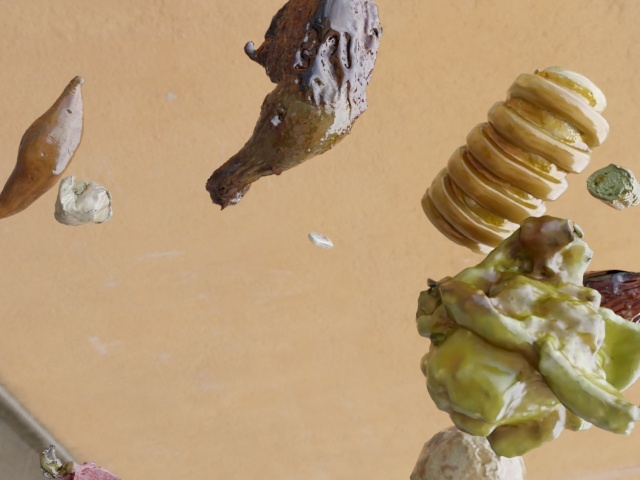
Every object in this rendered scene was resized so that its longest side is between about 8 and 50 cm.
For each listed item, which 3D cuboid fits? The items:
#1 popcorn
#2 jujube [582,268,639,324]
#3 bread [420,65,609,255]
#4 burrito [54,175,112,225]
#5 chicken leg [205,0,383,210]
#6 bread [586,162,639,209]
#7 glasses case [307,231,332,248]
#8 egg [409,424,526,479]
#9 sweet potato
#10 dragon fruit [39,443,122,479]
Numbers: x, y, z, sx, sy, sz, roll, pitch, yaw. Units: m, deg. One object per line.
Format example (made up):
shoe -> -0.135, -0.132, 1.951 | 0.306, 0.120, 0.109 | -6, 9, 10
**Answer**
popcorn -> 0.302, 0.162, 0.973 | 0.290, 0.326, 0.321 | 113, -28, -48
jujube -> 0.639, 0.130, 1.521 | 0.168, 0.237, 0.168 | 28, 50, -39
bread -> 0.290, -0.111, 1.031 | 0.311, 0.173, 0.121 | -56, -168, 32
burrito -> -0.226, -0.034, 0.659 | 0.149, 0.055, 0.041 | 170, -75, -73
chicken leg -> -0.032, -0.183, 0.823 | 0.083, 0.178, 0.322 | 27, 74, -59
bread -> 0.687, -0.119, 1.604 | 0.269, 0.098, 0.087 | 4, 62, -60
glasses case -> 0.000, 0.000, 1.548 | 0.032, 0.021, 0.083 | 53, 19, 26
egg -> 0.249, 0.421, 1.182 | 0.195, 0.195, 0.233 | -88, -172, -62
sweet potato -> -0.580, -0.183, 1.457 | 0.359, 0.112, 0.112 | -62, 174, 3
dragon fruit -> -0.369, 0.462, 1.093 | 0.282, 0.147, 0.211 | 43, -5, -12
